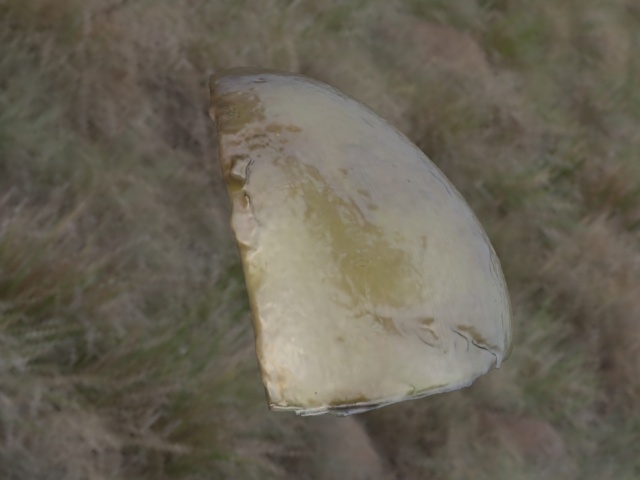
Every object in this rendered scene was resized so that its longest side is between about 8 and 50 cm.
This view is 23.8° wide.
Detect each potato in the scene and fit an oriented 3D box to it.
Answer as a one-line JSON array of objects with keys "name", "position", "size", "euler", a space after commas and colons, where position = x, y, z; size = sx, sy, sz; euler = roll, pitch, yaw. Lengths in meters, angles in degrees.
[{"name": "potato", "position": [0.032, -0.018, 1.110], "size": [0.211, 0.189, 0.264], "euler": [-45, 123, -88]}]
